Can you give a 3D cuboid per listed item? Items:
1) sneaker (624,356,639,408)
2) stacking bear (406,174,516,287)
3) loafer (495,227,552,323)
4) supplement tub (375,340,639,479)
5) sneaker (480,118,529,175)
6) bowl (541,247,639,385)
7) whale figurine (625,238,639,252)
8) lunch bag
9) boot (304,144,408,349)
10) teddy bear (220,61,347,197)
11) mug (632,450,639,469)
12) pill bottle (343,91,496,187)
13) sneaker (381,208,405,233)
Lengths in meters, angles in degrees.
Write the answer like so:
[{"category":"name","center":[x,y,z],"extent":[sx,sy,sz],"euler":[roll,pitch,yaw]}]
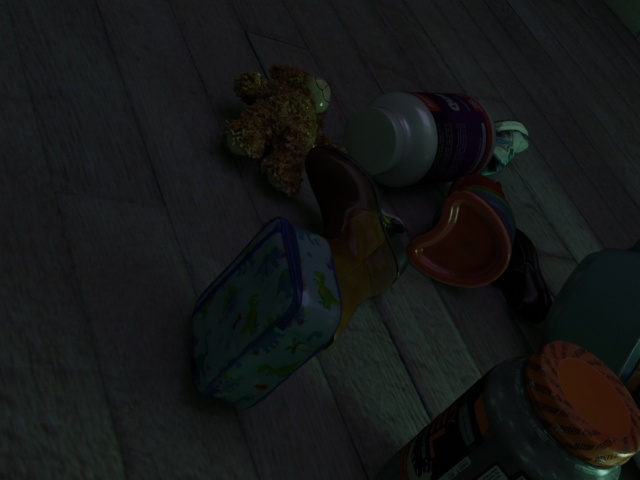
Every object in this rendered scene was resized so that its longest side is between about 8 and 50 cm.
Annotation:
[{"category":"sneaker","center":[0.590,0.271,1.569],"extent":[0.083,0.084,0.215],"euler":[27,-8,22]},{"category":"stacking bear","center":[0.287,-0.039,1.645],"extent":[0.164,0.175,0.289],"euler":[36,26,-1]},{"category":"loafer","center":[0.373,0.055,1.675],"extent":[0.078,0.080,0.220],"euler":[14,41,-34]},{"category":"supplement tub","center":[0.224,0.273,1.065],"extent":[0.193,0.316,0.193],"euler":[26,35,-20]},{"category":"sneaker","center":[0.386,-0.202,1.994],"extent":[0.283,0.110,0.122],"euler":[-4,71,-43]},{"category":"bowl","center":[0.511,0.136,1.561],"extent":[0.163,0.311,0.311],"euler":[33,29,24]},{"category":"whale figurine","center":[0.827,0.040,2.051],"extent":[0.216,0.141,0.272],"euler":[19,16,29]},{"category":"lunch bag","center":[-0.075,0.089,1.079],"extent":[0.090,0.219,0.176],"euler":[26,36,-30]},{"category":"boot","center":[0.000,0.000,1.356],"extent":[0.280,0.096,0.264],"euler":[-35,102,-52]},{"category":"teddy bear","center":[-0.055,-0.209,1.542],"extent":[0.245,0.113,0.338],"euler":[46,34,6]},{"category":"mug","center":[0.713,0.408,1.466],"extent":[0.328,0.276,0.374],"euler":[61,8,20]},{"category":"pill bottle","center":[0.192,-0.198,1.703],"extent":[0.323,0.181,0.181],"euler":[-9,57,-49]},{"category":"sneaker","center":[0.114,-0.032,1.577],"extent":[0.083,0.031,0.035],"euler":[31,48,-6]}]
